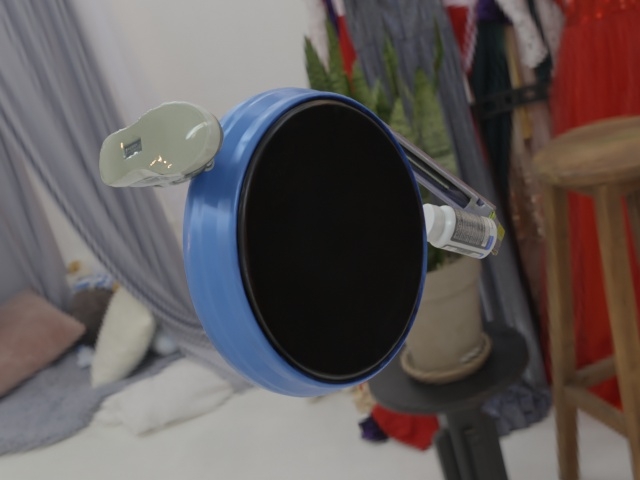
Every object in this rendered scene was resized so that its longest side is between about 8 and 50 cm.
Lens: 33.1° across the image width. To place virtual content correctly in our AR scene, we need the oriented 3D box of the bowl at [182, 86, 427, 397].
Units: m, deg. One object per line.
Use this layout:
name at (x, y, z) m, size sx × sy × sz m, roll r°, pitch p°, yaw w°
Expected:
bowl at (0.000, 0.000, 1.342) m, size 0.077 × 0.391 × 0.391 m, roll -4°, pitch 22°, yaw 41°

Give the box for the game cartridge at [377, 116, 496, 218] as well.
game cartridge at (0.210, -0.152, 2.246) m, size 0.068 × 0.355 × 0.230 m, roll -53°, pitch -7°, yaw 4°

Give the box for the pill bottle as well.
pill bottle at (0.241, -0.019, 1.937) m, size 0.137 × 0.078 × 0.078 m, roll 15°, pitch 6°, yaw -26°

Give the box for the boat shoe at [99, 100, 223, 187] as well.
boat shoe at (-0.162, -0.102, 1.193) m, size 0.081 × 0.079 × 0.227 m, roll 1°, pitch -6°, yaw -39°

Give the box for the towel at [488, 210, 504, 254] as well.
towel at (0.340, -0.014, 2.103) m, size 0.009 × 0.083 × 0.060 m, roll 10°, pitch 65°, yaw 31°
